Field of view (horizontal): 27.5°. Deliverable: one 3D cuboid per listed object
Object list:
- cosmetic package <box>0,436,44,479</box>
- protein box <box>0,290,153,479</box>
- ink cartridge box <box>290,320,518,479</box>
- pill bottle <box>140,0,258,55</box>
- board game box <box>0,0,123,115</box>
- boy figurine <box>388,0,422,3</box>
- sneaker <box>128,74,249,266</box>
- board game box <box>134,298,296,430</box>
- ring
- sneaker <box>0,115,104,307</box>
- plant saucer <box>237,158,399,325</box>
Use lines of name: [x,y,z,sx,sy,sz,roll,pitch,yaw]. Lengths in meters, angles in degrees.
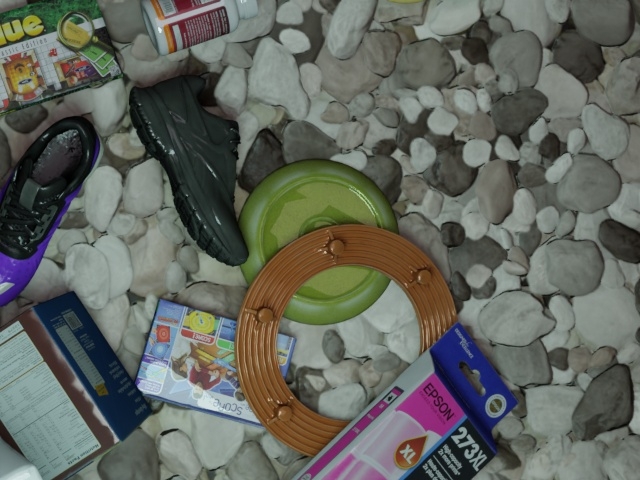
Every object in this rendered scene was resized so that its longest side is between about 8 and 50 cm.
cosmetic package: [-0.437,0.463,1.523,0.327,0.329,0.394,-30,108,-23]
protein box: [-0.342,0.193,1.691,0.136,0.200,0.201,-33,91,5]
ink cartridge box: [0.119,0.301,1.822,0.371,0.069,0.176,-43,114,-13]
pill bottle: [-0.169,-0.322,1.842,0.152,0.086,0.086,-20,89,-11]
board game box: [-0.420,-0.252,1.820,0.259,0.030,0.136,-20,86,-11]
boy figurine: [0.133,-0.419,1.904,0.285,0.092,0.177,27,78,-3]
sneaker: [-0.156,-0.103,1.818,0.130,0.109,0.286,-26,92,-18]
board game box: [-0.148,0.174,1.824,0.201,0.035,0.136,17,82,-8]
ring: [0.044,0.145,1.833,0.336,0.032,0.337,0,91,-20]
sneaker: [-0.391,-0.046,1.745,0.102,0.146,0.293,29,80,-6]
plant saucer: [0.000,0.000,1.867,0.240,0.037,0.241,1,84,-10]
